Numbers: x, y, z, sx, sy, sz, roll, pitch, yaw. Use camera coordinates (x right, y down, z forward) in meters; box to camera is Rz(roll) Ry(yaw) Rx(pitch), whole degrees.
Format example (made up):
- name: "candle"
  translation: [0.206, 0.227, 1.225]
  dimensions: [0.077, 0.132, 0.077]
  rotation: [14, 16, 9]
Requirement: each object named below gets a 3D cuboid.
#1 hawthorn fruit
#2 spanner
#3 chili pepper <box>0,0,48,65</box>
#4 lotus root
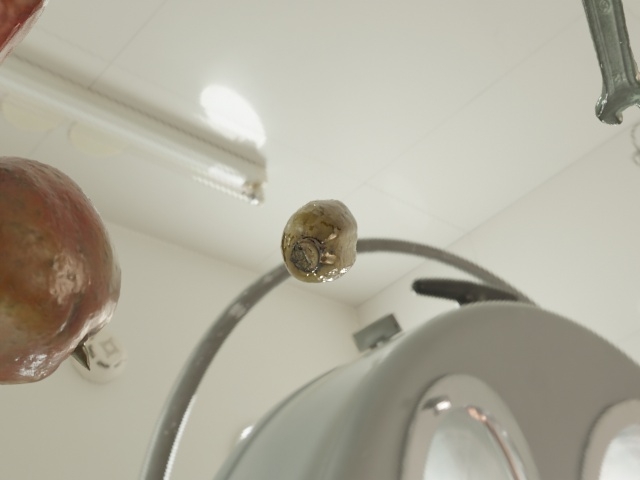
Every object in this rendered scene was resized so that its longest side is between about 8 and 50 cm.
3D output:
- name: "hawthorn fruit"
  translation: [-0.527, 0.076, 1.479]
  dimensions: [0.403, 0.403, 0.402]
  rotation: [31, -141, -30]
- name: "spanner"
  translation: [0.262, -0.221, 0.810]
  dimensions: [0.017, 0.071, 0.302]
  rotation: [-85, -29, -42]
- name: "chili pepper"
  translation: [-0.283, -0.137, 0.385]
  dimensions: [0.251, 0.305, 0.229]
  rotation: [52, -132, -30]
- name: "lotus root"
  translation: [0.000, 0.000, 0.763]
  dimensions: [0.152, 0.063, 0.072]
  rotation: [-9, -86, -77]
